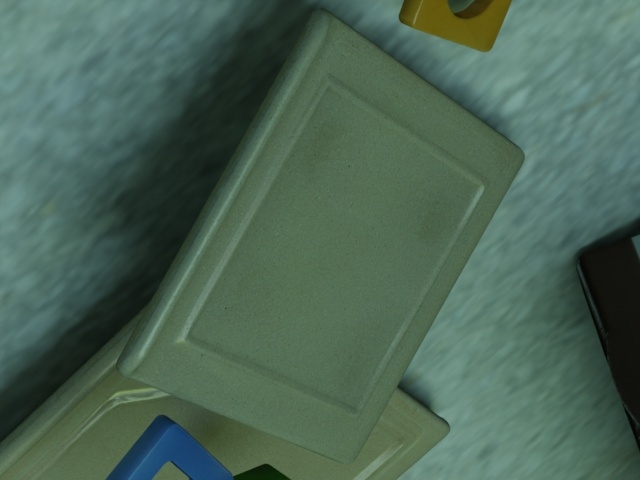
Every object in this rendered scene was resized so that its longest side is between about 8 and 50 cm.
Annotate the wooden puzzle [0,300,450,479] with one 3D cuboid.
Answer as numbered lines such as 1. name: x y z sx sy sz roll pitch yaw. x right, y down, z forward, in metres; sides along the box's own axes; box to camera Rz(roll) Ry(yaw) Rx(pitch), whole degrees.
1. wooden puzzle: -0.072 0.123 0.930 0.221 0.044 0.239 -43 137 10

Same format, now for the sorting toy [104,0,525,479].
1. sorting toy: 0.000 0.000 0.828 0.196 0.047 0.347 29 91 -51

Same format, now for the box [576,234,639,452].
1. box: 0.271 0.171 1.017 0.143 0.191 0.381 -21 134 9
